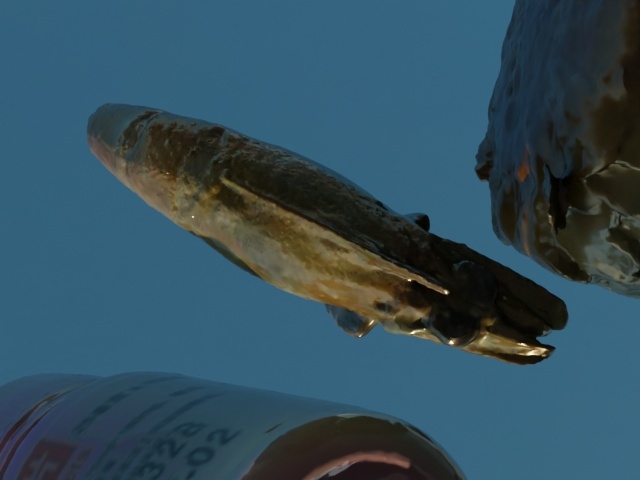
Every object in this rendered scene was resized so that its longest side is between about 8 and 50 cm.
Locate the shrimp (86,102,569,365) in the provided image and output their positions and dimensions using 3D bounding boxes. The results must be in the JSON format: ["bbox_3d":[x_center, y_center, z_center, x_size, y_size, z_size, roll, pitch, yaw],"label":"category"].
[{"bbox_3d":[0.000,0.000,1.080,0.317,0.168,0.077,28,-92,25],"label":"shrimp"}]

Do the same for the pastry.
[{"bbox_3d":[0.185,-0.116,1.110,0.136,0.329,0.330,14,-103,-10],"label":"pastry"}]

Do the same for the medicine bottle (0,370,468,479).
[{"bbox_3d":[-0.089,0.196,1.237,0.219,0.388,0.219,-3,-85,-36],"label":"medicine bottle"}]
